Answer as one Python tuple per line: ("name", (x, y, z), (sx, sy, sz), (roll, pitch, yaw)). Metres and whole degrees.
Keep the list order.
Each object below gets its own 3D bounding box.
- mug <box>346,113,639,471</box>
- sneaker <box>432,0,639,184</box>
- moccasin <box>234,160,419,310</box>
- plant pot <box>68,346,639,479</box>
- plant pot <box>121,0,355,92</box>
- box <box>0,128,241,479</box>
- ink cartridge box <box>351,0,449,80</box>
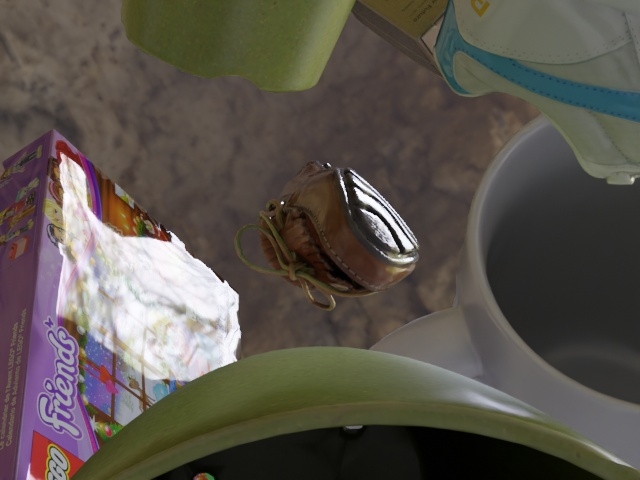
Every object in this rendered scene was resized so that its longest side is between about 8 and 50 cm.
("mug", (0.193, 0.101, 1.056), (0.374, 0.276, 0.328), (-14, -32, -8))
("sneaker", (0.157, -0.064, 0.545), (0.228, 0.087, 0.092), (24, -49, -13))
("moccasin", (-0.002, -0.002, 1.387), (0.147, 0.139, 0.380), (-44, 18, -3))
("plant pot", (0.003, 0.151, 0.528), (0.274, 0.275, 0.293), (-31, 11, 2))
("plant pot", (-0.052, -0.272, 1.120), (0.276, 0.276, 0.254), (-4, -59, -43))
("box", (-0.125, 0.094, 0.822), (0.057, 0.293, 0.201), (-30, -50, 21))
("ink cartridge box", (0.149, -0.298, 1.379), (0.234, 0.193, 0.088), (-44, -45, -1))
